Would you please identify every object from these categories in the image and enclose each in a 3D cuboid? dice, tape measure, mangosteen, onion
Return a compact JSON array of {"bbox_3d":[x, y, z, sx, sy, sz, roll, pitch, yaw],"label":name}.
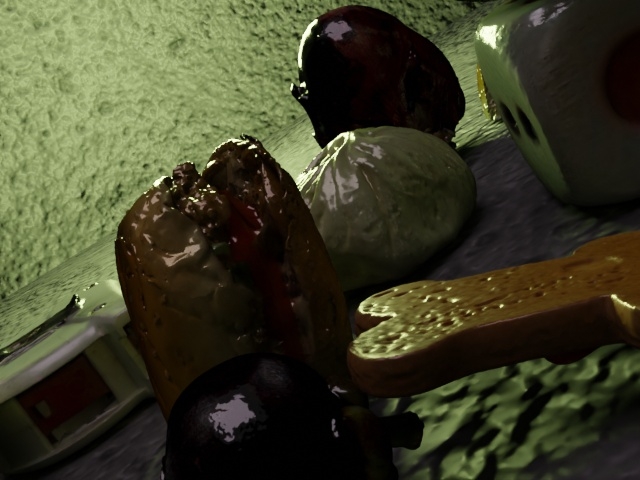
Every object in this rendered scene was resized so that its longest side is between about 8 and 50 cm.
[{"bbox_3d":[0.264,-0.154,0.707,0.193,0.194,0.192,-30,16,7],"label":"dice"},{"bbox_3d":[-0.290,0.146,0.904,0.265,0.130,0.258,-34,17,-16],"label":"tape measure"},{"bbox_3d":[-0.014,0.124,0.443,0.151,0.137,0.137,-15,14,-3],"label":"mangosteen"},{"bbox_3d":[0.081,-0.209,1.105,0.221,0.281,0.281,-32,14,7],"label":"onion"}]

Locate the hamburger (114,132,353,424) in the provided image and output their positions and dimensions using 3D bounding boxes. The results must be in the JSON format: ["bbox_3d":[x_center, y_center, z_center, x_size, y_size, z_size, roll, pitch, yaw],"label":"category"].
[{"bbox_3d":[-0.076,0.045,0.622,0.163,0.244,0.244,-22,13,-10],"label":"hamburger"}]

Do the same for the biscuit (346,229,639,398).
[{"bbox_3d":[0.173,0.035,0.446,0.324,0.049,0.205,-16,6,9],"label":"biscuit"}]

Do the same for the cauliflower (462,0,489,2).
[{"bbox_3d":[0.187,-0.311,0.673,0.272,0.275,0.250,-106,34,-45],"label":"cauliflower"}]

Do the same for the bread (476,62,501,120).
[{"bbox_3d":[0.267,-0.265,1.198,0.054,0.136,0.154,-7,24,15],"label":"bread"}]

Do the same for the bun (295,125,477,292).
[{"bbox_3d":[0.054,-0.047,0.848,0.244,0.153,0.244,-24,17,8],"label":"bun"}]
